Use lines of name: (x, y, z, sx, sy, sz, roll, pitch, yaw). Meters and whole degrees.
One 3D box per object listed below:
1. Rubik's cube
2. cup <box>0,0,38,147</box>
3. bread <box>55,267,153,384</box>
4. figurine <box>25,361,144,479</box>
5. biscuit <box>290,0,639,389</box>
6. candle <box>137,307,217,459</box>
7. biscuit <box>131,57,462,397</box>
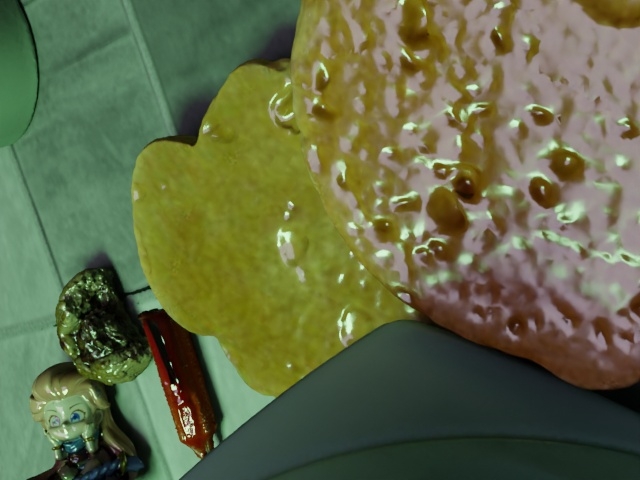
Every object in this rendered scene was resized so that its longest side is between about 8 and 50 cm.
Rubik's cube: (0.072, 0.297, 0.695, 0.352, 0.347, 0.352, 24, 126, 24)
cup: (-0.393, -0.181, 1.060, 0.186, 0.234, 0.258, 41, 128, 23)
bread: (-0.210, 0.087, 1.111, 0.113, 0.060, 0.082, 55, 132, 11)
figurine: (-0.239, 0.201, 1.164, 0.126, 0.114, 0.157, -19, 61, 16)
biscuit: (0.151, -0.142, 0.648, 0.350, 0.078, 0.455, 46, 125, 12)
candle: (-0.115, 0.134, 1.059, 0.053, 0.048, 0.162, -171, 63, -79)
biscuit: (0.003, -0.001, 0.878, 0.376, 0.051, 0.269, 9, 111, 37)
